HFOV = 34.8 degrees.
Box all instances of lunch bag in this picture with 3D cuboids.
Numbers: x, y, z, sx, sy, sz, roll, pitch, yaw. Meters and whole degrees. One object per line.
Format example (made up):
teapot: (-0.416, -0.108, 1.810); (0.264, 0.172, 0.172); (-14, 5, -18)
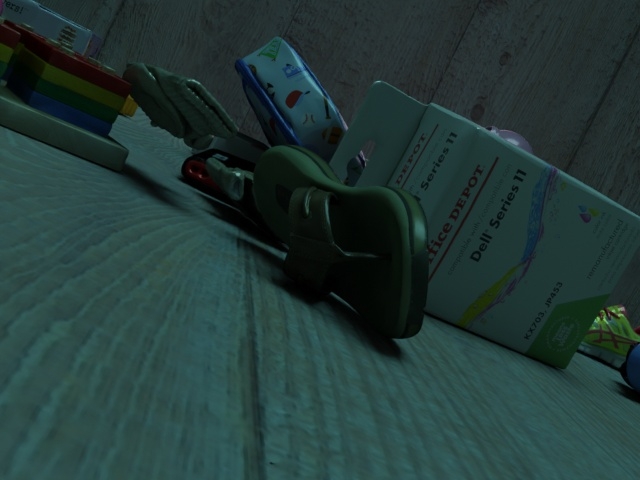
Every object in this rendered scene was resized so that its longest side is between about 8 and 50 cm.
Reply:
lunch bag: (-0.033, -0.183, 1.680); (0.243, 0.115, 0.303); (54, -5, 23)

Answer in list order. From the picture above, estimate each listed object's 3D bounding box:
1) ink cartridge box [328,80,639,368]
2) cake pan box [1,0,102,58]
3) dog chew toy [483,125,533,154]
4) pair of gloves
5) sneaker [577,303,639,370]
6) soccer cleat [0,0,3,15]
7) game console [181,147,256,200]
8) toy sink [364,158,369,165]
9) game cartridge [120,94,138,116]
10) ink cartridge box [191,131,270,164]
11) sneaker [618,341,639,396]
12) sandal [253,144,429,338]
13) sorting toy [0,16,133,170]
ink cartridge box: (0.173, -0.012, 1.144); (0.353, 0.207, 0.119); (23, 10, -29)
cake pan box: (-0.512, -0.385, 1.748); (0.266, 0.070, 0.246); (26, 2, -13)
dog chew toy: (0.350, -0.047, 1.815); (0.332, 0.206, 0.206); (65, -6, -16)
pair of gloves: (-0.114, -0.090, 1.068); (0.240, 0.042, 0.204); (52, -13, -33)
sneaker: (0.434, 0.135, 1.597); (0.208, 0.094, 0.081); (23, 7, -16)
soccer cleat: (-0.508, -0.321, 1.456); (0.116, 0.143, 0.331); (11, 32, -12)
game console: (-0.018, -0.040, 1.410); (0.341, 0.060, 0.386); (21, 5, -4)
toy sink: (0.153, -0.050, 1.841); (0.152, 0.131, 0.234); (22, 7, -36)
game cartridge: (-0.498, -0.318, 1.756); (0.285, 0.053, 0.323); (30, 7, 32)
ink cartridge box: (-0.144, -0.146, 1.696); (0.115, 0.067, 0.198); (25, 7, -18)
sneaker: (0.433, 0.172, 1.354); (0.090, 0.081, 0.232); (27, -2, 37)
sandal: (-0.001, 0.001, 0.853); (0.086, 0.120, 0.302); (-8, 20, -27)
sorting toy: (-0.335, -0.186, 1.035); (0.255, 0.089, 0.257); (22, 7, -36)
